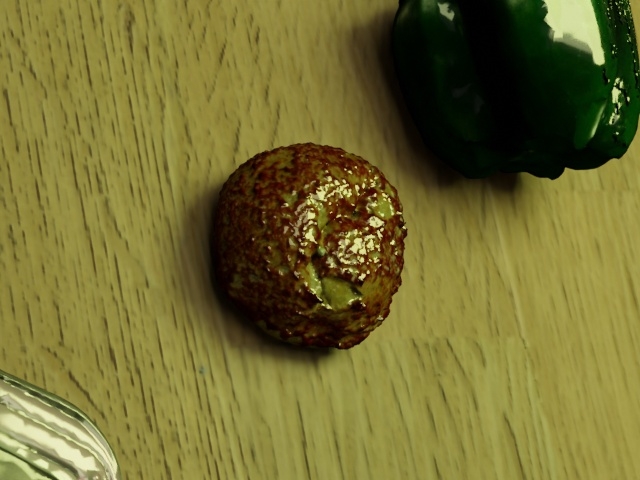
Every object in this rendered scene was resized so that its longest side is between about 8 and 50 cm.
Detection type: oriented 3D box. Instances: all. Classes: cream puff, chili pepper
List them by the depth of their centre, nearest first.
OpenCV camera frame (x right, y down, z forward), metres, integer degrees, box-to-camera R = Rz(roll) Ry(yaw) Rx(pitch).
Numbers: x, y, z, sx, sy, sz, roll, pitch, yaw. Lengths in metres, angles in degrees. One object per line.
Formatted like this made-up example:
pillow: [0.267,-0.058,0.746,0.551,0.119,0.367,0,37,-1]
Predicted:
cream puff: [0.000,0.000,1.077,0.149,0.084,0.149,11,64,-25]
chili pepper: [0.145,-0.176,1.189,0.165,0.174,0.261,-1,74,-36]

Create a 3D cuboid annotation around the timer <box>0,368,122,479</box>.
timer: [-0.209,0.164,0.884,0.191,0.069,0.208,29,55,-20]
